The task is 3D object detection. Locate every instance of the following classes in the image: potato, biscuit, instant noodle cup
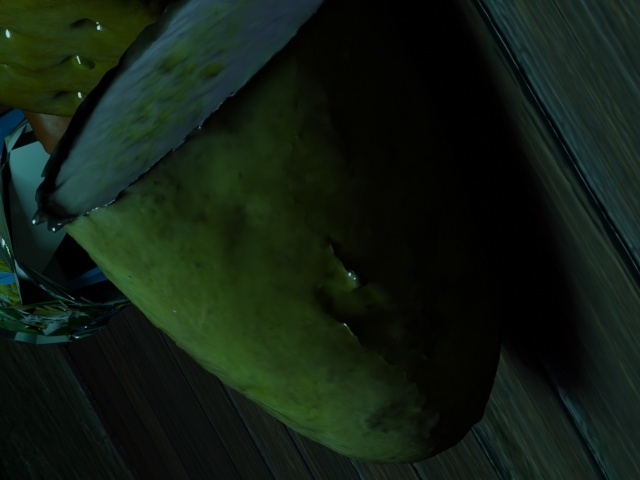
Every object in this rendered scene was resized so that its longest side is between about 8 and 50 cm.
[{"bbox_3d":[0.000,0.000,1.058,0.266,0.229,0.229,51,171,-24],"label":"potato"},{"bbox_3d":[-0.155,-0.137,1.297,0.220,0.220,0.066,102,172,-69],"label":"biscuit"},{"bbox_3d":[-0.226,-0.024,1.761,0.240,0.240,0.178,63,157,-6],"label":"instant noodle cup"}]

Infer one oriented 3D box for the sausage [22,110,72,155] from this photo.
[{"bbox_3d":[-0.195,-0.160,1.538,0.133,0.133,0.258,40,157,57],"label":"sausage"}]
